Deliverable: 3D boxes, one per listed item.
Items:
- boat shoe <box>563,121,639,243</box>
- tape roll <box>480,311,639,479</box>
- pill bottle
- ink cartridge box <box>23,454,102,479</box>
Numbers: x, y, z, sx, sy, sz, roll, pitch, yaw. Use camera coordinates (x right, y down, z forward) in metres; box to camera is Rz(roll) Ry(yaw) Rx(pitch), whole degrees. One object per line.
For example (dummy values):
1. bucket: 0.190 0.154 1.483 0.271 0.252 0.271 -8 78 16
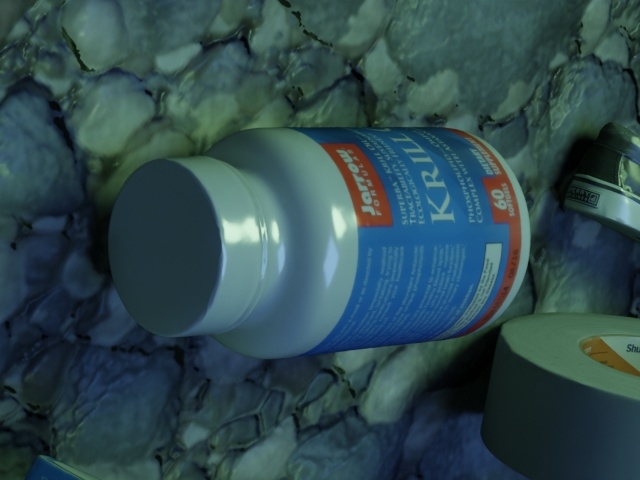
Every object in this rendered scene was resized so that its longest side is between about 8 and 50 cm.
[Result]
1. boat shoe: 0.255 -0.021 1.340 0.219 0.078 0.070 23 90 -46
2. tape roll: 0.215 0.110 1.246 0.219 0.219 0.072 -2 107 -45
3. pill bottle: 0.000 0.000 1.056 0.221 0.124 0.124 -4 108 -45
4. ink cartridge box: -0.120 0.294 1.015 0.307 0.129 0.223 -63 152 -7
